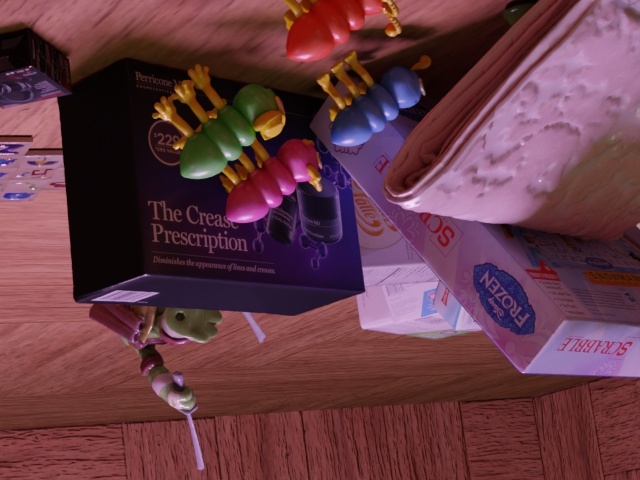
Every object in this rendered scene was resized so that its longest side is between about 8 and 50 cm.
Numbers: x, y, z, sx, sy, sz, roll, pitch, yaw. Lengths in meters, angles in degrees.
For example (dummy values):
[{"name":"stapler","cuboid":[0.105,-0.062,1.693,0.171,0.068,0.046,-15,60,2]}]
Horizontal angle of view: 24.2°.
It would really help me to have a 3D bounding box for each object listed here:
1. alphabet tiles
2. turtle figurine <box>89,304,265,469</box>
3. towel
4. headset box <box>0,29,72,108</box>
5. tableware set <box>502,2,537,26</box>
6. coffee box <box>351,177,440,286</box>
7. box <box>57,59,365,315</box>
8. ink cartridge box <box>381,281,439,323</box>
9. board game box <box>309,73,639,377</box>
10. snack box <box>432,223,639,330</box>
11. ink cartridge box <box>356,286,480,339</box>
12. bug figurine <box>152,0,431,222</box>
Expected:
[{"name":"alphabet tiles","cuboid":[-0.335,-0.066,1.439,0.237,0.009,0.198,-2,166,-23]},{"name":"turtle figurine","cuboid":[-0.149,0.113,1.930,0.198,0.274,0.266,-39,177,-25]},{"name":"towel","cuboid":[0.245,-0.118,1.142,0.332,0.053,0.317,9,133,-50]},{"name":"headset box","cuboid":[-0.235,-0.130,1.157,0.062,0.032,0.083,-10,166,12]},{"name":"tableware set","cuboid":[0.228,-0.190,1.187,0.154,0.024,0.104,-15,162,35]},{"name":"coffee box","cuboid":[0.035,-0.027,1.525,0.246,0.141,0.098,-4,166,-18]},{"name":"box","cuboid":[-0.091,-0.038,1.303,0.103,0.184,0.261,-21,162,40]},{"name":"ink cartridge box","cuboid":[0.123,0.013,1.781,0.092,0.143,0.090,-18,-179,39]},{"name":"board game box","cuboid":[0.189,-0.007,1.350,0.319,0.318,0.066,9,125,-49]},{"name":"snack box","cuboid":[0.297,-0.001,1.699,0.322,0.060,0.187,-3,122,-27]},{"name":"ink cartridge box","cuboid":[0.243,0.036,1.966,0.353,0.119,0.207,-15,164,32]},{"name":"bug figurine","cuboid":[-0.009,-0.105,1.140,0.216,0.072,0.279,-40,162,-1]}]
